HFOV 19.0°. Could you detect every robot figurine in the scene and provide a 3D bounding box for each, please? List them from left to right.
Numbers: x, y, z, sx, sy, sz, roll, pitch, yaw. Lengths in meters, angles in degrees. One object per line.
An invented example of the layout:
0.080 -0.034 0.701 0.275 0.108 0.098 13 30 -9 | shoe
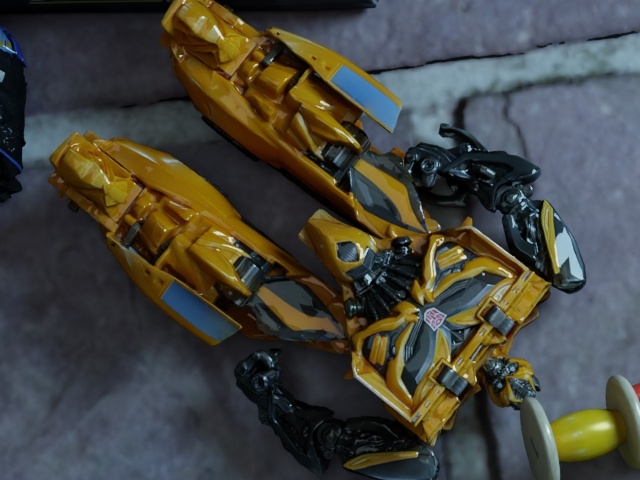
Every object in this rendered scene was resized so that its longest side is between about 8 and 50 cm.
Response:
0.000 0.000 1.060 0.291 0.085 0.211 36 87 14 | robot figurine

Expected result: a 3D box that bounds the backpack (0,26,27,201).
-0.258 -0.092 1.077 0.158 0.173 0.117 0 79 10 | backpack

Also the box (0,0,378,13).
-0.118 -0.336 1.144 0.318 0.097 0.395 0 79 11 | box

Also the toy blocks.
0.192 0.127 1.018 0.148 0.054 0.123 -13 85 -7 | toy blocks
